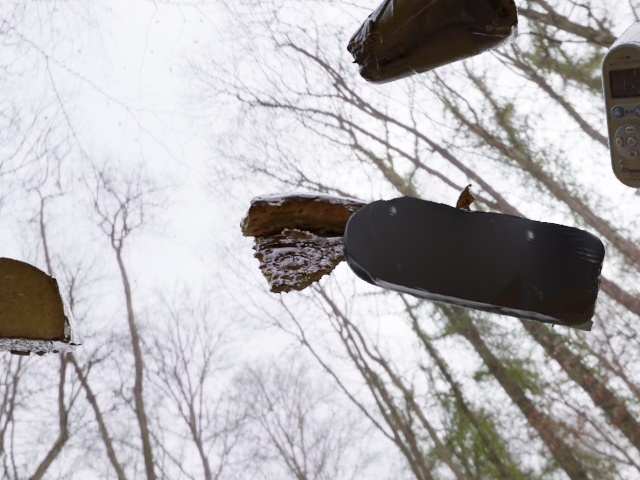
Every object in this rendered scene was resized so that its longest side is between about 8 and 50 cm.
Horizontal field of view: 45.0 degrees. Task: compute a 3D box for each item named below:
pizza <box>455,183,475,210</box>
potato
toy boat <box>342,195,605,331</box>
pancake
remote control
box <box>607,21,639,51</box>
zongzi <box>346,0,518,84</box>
[{"bbox_3d":[0.288,-0.073,1.534,0.037,0.016,0.083,14,-79,4],"label":"pizza"},{"bbox_3d":[-0.357,0.078,0.867,0.243,0.098,0.138,1,-16,11],"label":"potato"},{"bbox_3d":[0.172,0.036,0.911,0.298,0.134,0.092,12,-34,20],"label":"toy boat"},{"bbox_3d":[0.000,0.000,1.105,0.265,0.244,0.057,9,-58,12],"label":"pancake"},{"bbox_3d":[0.516,-0.205,1.271,0.047,0.087,0.244,-26,-68,-38],"label":"remote control"},{"bbox_3d":[0.717,-0.331,1.483,0.084,0.310,0.198,-46,-74,-1],"label":"box"},{"bbox_3d":[0.150,-0.419,1.220,0.273,0.145,0.300,-14,-79,20],"label":"zongzi"}]
